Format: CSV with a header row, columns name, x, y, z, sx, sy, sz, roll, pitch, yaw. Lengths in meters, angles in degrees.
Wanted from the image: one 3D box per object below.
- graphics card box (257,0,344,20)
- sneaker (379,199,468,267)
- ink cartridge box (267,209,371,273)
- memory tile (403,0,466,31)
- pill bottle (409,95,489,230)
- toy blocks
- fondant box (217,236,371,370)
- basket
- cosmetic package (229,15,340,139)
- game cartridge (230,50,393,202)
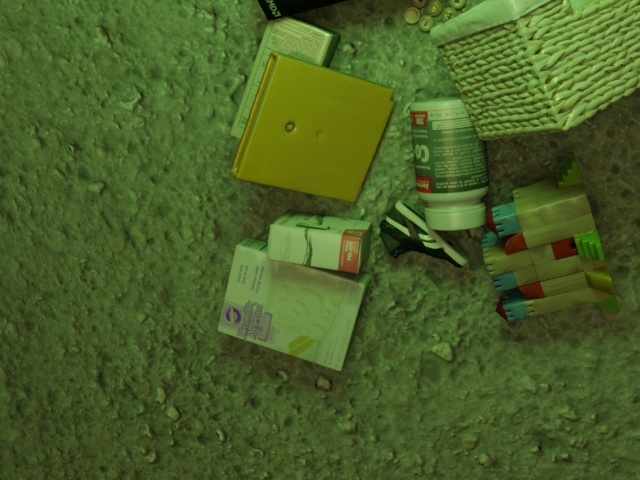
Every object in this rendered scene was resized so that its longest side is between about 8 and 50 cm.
name,x,y,z,sx,sy,sz,roll,pitch,yaw
graphics card box,0.044,-0.617,1.640,0.371,0.094,0.232,-10,61,14
sneaker,0.234,0.015,1.832,0.217,0.079,0.121,42,112,9
ink cartridge box,0.000,0.000,1.832,0.218,0.158,0.092,7,107,11
memory tile,0.261,-0.531,1.717,0.113,0.012,0.148,31,109,4
pill bottle,0.289,-0.172,1.722,0.161,0.161,0.283,-3,103,14
toy blocks,0.476,0.023,1.706,0.261,0.190,0.381,-16,123,18
fondant box,-0.067,0.156,1.921,0.330,0.096,0.238,17,107,9
basket,0.452,-0.378,1.496,0.328,0.331,0.266,-29,100,-14
cosmetic package,-0.079,-0.356,1.778,0.153,0.129,0.296,25,107,5
game cartridge,-0.011,-0.243,1.733,0.324,0.053,0.285,9,111,-34
